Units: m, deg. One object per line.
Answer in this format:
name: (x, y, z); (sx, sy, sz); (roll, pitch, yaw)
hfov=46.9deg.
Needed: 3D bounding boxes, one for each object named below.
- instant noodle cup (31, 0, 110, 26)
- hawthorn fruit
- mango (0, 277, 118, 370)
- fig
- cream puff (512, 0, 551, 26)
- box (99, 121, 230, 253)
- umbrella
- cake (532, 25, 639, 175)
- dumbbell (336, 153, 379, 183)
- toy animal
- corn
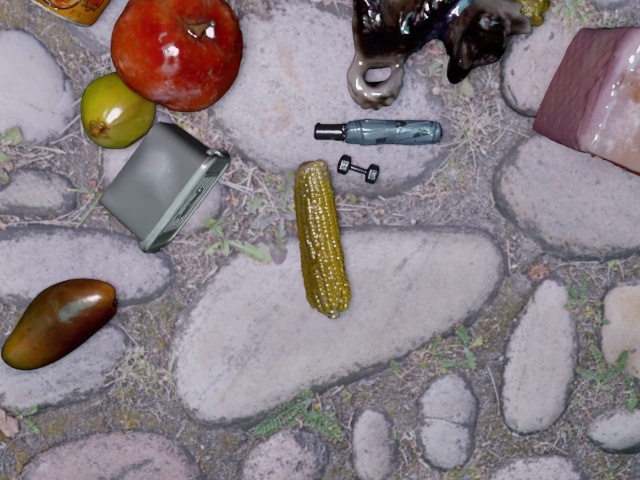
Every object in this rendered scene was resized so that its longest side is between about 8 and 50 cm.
instant noodle cup: (-0.440, -0.498, 1.309); (0.216, 0.215, 0.172); (34, 109, -7)
hawthorn fruit: (-0.238, -0.351, 1.295); (0.242, 0.272, 0.241); (0, 90, -23)
mango: (-0.526, 0.161, 1.484); (0.268, 0.111, 0.133); (-36, 116, 5)
fig: (-0.385, -0.245, 1.402); (0.136, 0.121, 0.152); (11, 78, 3)
cream puff: (0.394, -0.442, 1.393); (0.083, 0.058, 0.083); (-18, 94, 2)
box: (-0.299, -0.108, 1.413); (0.135, 0.163, 0.243); (38, 100, 1)
umbrella: (0.112, -0.210, 1.441); (0.251, 0.053, 0.052); (0, 103, -1)
cake: (0.550, -0.243, 1.315); (0.237, 0.309, 0.230); (23, 105, -9)
dumbbell: (0.074, -0.141, 1.464); (0.083, 0.040, 0.036); (18, 132, -4)
toy animal: (0.208, -0.385, 1.342); (0.345, 0.194, 0.302); (3, 97, 3)
corn: (0.000, 0.000, 1.465); (0.097, 0.097, 0.319); (-8, 100, 1)
